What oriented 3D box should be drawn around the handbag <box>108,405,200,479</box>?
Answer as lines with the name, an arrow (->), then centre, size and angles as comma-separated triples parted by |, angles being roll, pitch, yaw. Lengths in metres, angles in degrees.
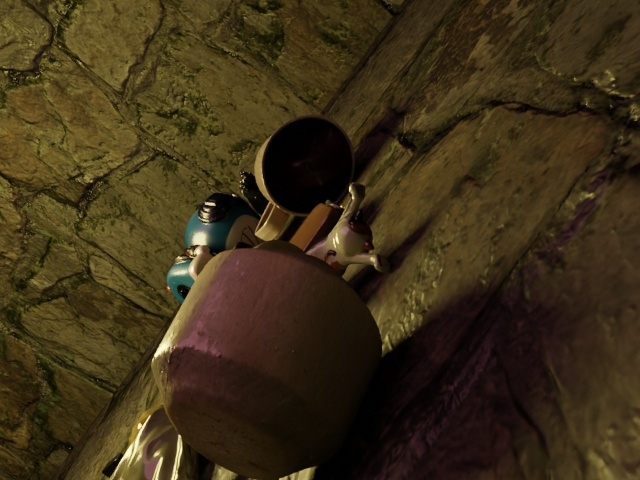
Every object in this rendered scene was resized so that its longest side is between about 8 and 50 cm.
handbag -> -0.273, 0.422, 1.252 | 0.316, 0.109, 0.253 | -56, 27, 9

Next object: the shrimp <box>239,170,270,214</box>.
shrimp -> -0.107, -0.118, 2.242 | 0.289, 0.178, 0.075 | 55, -155, -65

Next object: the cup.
cup -> -0.046, -0.138, 2.010 | 0.273, 0.208, 0.288 | -163, 73, -80

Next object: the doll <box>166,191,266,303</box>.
doll -> -0.254, 0.034, 2.211 | 0.240, 0.284, 0.310 | 10, 49, 31

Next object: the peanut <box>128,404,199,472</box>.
peanut -> -0.275, 0.371, 1.501 | 0.130, 0.130, 0.290 | -55, 9, -3

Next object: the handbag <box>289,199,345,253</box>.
handbag -> 0.000, 0.000, 1.619 | 0.151, 0.072, 0.193 | -54, 8, 1

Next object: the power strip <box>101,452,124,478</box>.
power strip -> -0.530, 0.584, 2.228 | 0.111, 0.038, 0.029 | -43, 14, 44

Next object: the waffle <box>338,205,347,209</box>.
waffle -> 0.012, -0.048, 1.864 | 0.191, 0.032, 0.125 | -45, 10, 33

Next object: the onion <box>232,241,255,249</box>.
onion -> -0.174, 0.122, 1.824 | 0.218, 0.139, 0.195 | -61, 8, -33

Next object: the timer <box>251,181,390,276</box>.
timer -> -0.008, 0.040, 1.314 | 0.266, 0.175, 0.175 | -36, 19, 38

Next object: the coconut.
coconut -> -0.053, 0.126, 0.986 | 0.237, 0.237, 0.266 | -40, 22, 55
